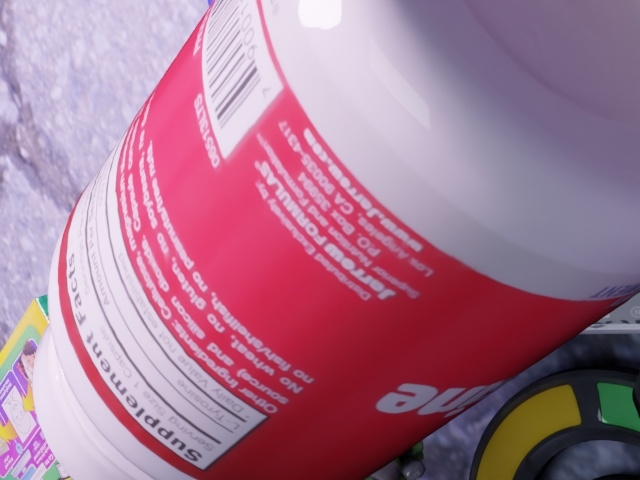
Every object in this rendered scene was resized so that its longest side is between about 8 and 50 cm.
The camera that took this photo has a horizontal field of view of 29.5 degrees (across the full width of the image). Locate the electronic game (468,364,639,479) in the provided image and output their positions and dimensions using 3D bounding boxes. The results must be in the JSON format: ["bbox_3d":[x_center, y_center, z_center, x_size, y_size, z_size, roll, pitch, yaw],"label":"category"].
[{"bbox_3d":[0.186,0.187,0.737,0.229,0.048,0.229,11,107,41],"label":"electronic game"}]

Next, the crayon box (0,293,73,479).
[{"bbox_3d":[-0.239,0.185,1.105,0.165,0.081,0.278,55,130,18],"label":"crayon box"}]

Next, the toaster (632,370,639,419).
[{"bbox_3d":[0.238,0.067,0.550,0.168,0.186,0.110,18,95,10],"label":"toaster"}]

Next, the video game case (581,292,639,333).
[{"bbox_3d":[0.138,-0.030,0.711,0.190,0.022,0.173,-3,98,26],"label":"video game case"}]

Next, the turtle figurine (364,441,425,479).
[{"bbox_3d":[0.097,0.208,0.732,0.266,0.275,0.197,-5,76,32],"label":"turtle figurine"}]

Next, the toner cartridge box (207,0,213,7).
[{"bbox_3d":[-0.021,-0.275,0.797,0.165,0.075,0.347,-14,90,45],"label":"toner cartridge box"}]

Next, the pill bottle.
[{"bbox_3d":[0.000,0.000,0.625,0.408,0.229,0.229,-45,69,46],"label":"pill bottle"}]
